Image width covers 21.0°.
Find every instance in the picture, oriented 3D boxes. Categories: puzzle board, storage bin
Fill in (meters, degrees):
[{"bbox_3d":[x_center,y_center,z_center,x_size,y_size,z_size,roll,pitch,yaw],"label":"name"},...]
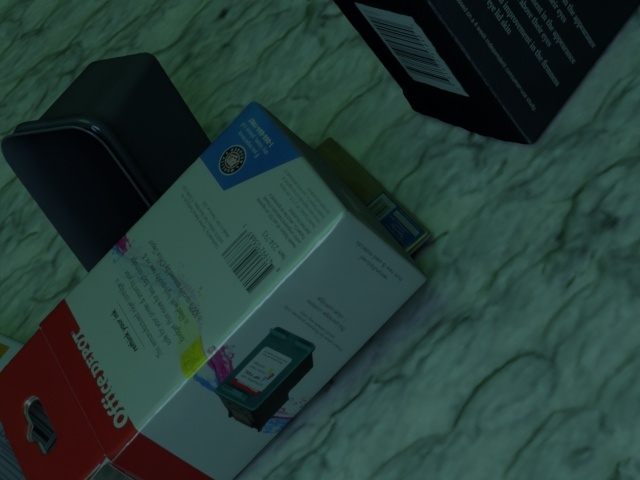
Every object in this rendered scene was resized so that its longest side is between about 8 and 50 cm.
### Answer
[{"bbox_3d":[0.000,0.000,1.014,0.096,0.011,0.128,-42,40,-1],"label":"puzzle board"},{"bbox_3d":[-0.122,-0.046,1.069,0.098,0.135,0.091,-5,41,36],"label":"storage bin"}]

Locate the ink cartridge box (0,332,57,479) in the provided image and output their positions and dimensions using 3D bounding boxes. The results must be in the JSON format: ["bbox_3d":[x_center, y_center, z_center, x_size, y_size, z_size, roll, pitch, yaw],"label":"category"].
[{"bbox_3d":[-0.334,0.165,1.094,0.307,0.072,0.303,16,67,48],"label":"ink cartridge box"}]

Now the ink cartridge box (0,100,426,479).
[{"bbox_3d":[-0.069,0.052,0.958,0.231,0.078,0.134,-46,39,7],"label":"ink cartridge box"}]

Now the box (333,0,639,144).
[{"bbox_3d":[0.110,-0.186,0.983,0.108,0.153,0.207,23,70,48],"label":"box"}]
